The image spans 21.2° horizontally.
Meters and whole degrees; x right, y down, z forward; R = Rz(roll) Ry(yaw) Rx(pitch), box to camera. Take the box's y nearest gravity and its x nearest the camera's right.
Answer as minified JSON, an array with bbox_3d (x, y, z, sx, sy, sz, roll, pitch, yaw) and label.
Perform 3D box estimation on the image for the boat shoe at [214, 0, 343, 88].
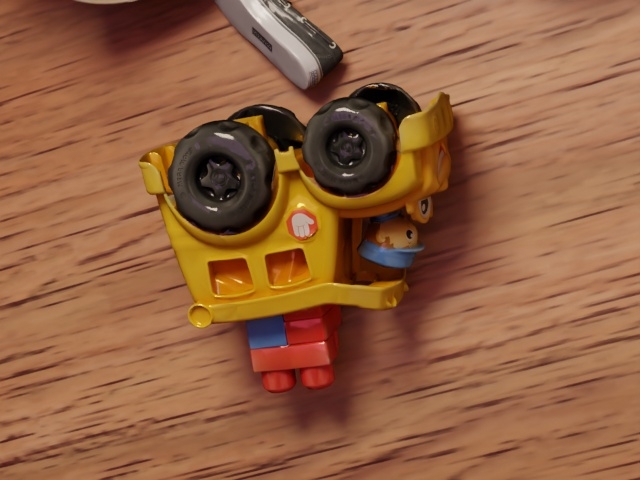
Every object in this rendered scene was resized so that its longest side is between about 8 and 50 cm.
[{"bbox_3d":[-0.039,-0.175,1.320,0.040,0.049,0.142,-35,72,-21],"label":"boat shoe"}]

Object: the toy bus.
[{"bbox_3d":[0.000,0.000,1.249,0.220,0.149,0.211,-11,96,15],"label":"toy bus"}]

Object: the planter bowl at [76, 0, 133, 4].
[{"bbox_3d":[-0.157,-0.271,1.271,0.162,0.162,0.109,-32,52,14],"label":"planter bowl"}]
